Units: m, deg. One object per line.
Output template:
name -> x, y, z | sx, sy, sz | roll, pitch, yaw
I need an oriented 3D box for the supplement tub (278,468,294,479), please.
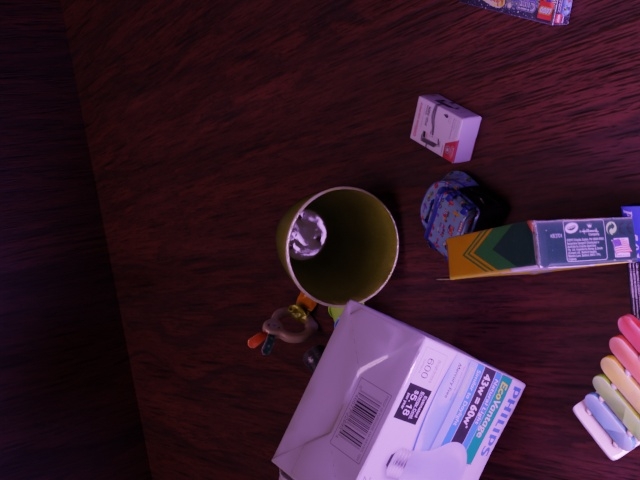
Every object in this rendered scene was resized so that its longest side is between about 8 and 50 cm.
supplement tub -> 0.003, 0.752, 2.136 | 0.241, 0.241, 0.331 | 12, 110, 53

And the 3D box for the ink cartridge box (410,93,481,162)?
ink cartridge box -> 0.255, -0.232, 1.656 | 0.135, 0.056, 0.099 | 39, 130, 42

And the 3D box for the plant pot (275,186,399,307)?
plant pot -> 0.000, 0.000, 1.937 | 0.293, 0.274, 0.275 | -163, 66, -68

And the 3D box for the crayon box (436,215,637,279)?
crayon box -> 0.361, 0.018, 1.412 | 0.318, 0.202, 0.081 | 163, 103, -66

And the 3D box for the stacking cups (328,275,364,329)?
stacking cups -> 0.076, 0.214, 1.897 | 0.316, 0.096, 0.096 | -105, 25, -53

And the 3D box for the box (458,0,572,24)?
box -> 0.357, -0.489, 1.448 | 0.233, 0.044, 0.159 | 33, 125, 46

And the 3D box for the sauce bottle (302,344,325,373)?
sauce bottle -> 0.068, 0.418, 2.065 | 0.344, 0.111, 0.111 | 53, 138, 34

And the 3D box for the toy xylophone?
toy xylophone -> 0.554, 0.265, 1.312 | 0.236, 0.081, 0.323 | 50, 150, 33

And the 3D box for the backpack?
backpack -> 0.270, -0.055, 1.637 | 0.173, 0.116, 0.158 | 50, 135, 39

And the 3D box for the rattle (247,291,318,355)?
rattle -> -0.092, 0.209, 2.148 | 0.130, 0.199, 0.143 | 61, 142, 23

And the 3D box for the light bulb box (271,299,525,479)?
light bulb box -> 0.161, 0.356, 1.589 | 0.225, 0.361, 0.358 | 24, 88, 49

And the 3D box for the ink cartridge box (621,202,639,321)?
ink cartridge box -> 0.555, 0.042, 1.318 | 0.097, 0.046, 0.207 | 1, 100, 53
